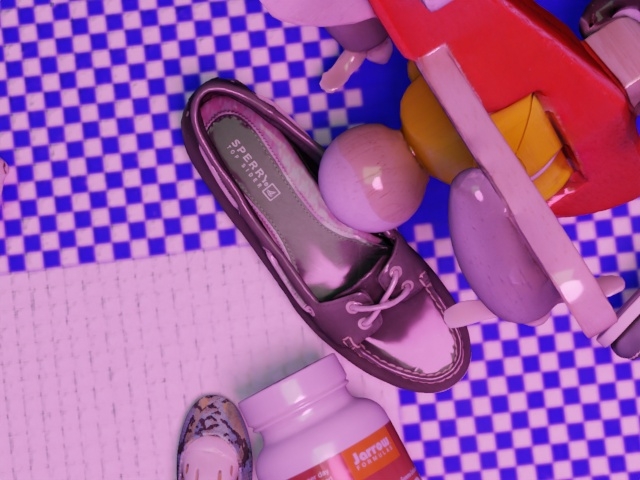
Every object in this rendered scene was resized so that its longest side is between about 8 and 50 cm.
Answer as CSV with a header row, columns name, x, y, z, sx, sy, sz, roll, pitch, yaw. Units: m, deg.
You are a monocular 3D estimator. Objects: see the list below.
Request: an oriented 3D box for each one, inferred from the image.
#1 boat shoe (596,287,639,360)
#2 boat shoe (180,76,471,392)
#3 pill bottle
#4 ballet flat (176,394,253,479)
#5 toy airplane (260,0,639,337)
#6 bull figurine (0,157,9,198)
name,x,y,z,sx,sy,sz,roll,pitch,yaw
boat shoe,0.374,0.012,1.072,0.319,0.116,0.099,-36,82,-6
boat shoe,0.000,0.000,1.092,0.112,0.095,0.335,-42,86,-1
pill bottle,0.022,0.208,1.066,0.121,0.121,0.216,-28,87,0
ballet flat,-0.093,0.226,1.098,0.070,0.070,0.188,1,86,2
toy airplane,0.085,-0.114,0.965,0.384,0.386,0.272,44,113,-1
bull figurine,-0.424,-0.047,1.085,0.310,0.101,0.188,-14,115,6
